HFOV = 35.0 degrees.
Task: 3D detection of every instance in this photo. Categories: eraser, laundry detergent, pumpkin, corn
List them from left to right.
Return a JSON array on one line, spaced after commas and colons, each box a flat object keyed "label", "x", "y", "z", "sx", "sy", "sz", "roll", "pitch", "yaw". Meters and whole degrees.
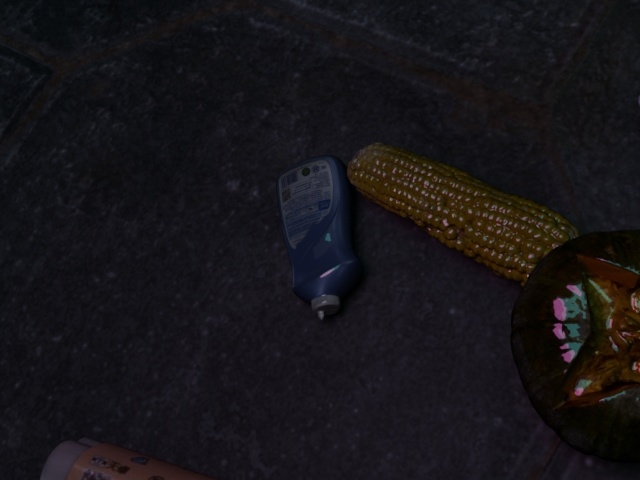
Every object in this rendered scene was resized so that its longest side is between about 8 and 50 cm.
[{"label": "eraser", "x": -0.192, "y": 0.332, "z": 1.138, "sx": 0.291, "sy": 0.087, "sz": 0.171, "roll": 12, "pitch": 68, "yaw": 24}, {"label": "laundry detergent", "x": 0.000, "y": 0.000, "z": 1.237, "sx": 0.097, "sy": 0.061, "sz": 0.206, "roll": -13, "pitch": 62, "yaw": 13}, {"label": "corn", "x": 0.165, "y": -0.033, "z": 1.175, "sx": 0.320, "sy": 0.097, "sz": 0.097, "roll": 29, "pitch": 79, "yaw": 32}, {"label": "pumpkin", "x": 0.308, "y": 0.104, "z": 1.014, "sx": 0.238, "sy": 0.159, "sz": 0.237, "roll": 0, "pitch": 77, "yaw": 0}]

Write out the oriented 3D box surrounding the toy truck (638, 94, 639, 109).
[{"label": "toy truck", "x": 0.436, "y": -0.130, "z": 1.126, "sx": 0.178, "sy": 0.080, "sz": 0.115, "roll": 31, "pitch": 89, "yaw": 28}]
